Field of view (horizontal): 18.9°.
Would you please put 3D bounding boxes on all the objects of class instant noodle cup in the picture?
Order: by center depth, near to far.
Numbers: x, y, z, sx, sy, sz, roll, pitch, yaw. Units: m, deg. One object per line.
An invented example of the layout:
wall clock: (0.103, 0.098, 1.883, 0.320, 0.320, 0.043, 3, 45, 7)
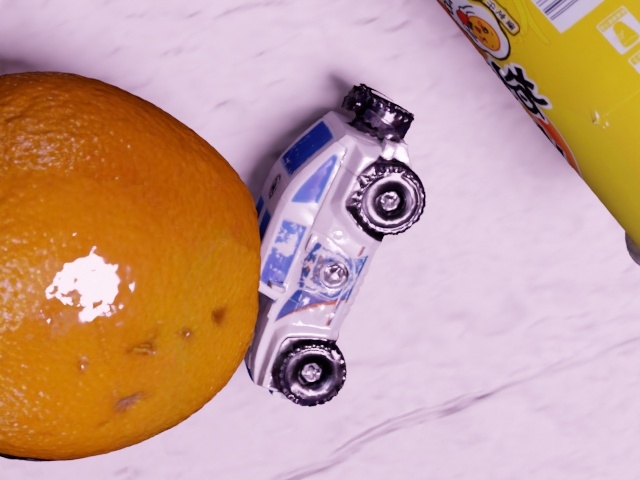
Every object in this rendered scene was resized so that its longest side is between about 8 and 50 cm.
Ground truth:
instant noodle cup: (0.175, -0.144, 0.927, 0.200, 0.264, 0.264, 42, 97, -9)

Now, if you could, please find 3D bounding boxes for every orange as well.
orange: (-0.128, 0.014, 0.949, 0.206, 0.206, 0.206, -3, 108, -8)

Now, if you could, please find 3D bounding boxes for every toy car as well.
toy car: (0.000, 0.000, 1.020, 0.070, 0.080, 0.170, 20, 104, -14)
